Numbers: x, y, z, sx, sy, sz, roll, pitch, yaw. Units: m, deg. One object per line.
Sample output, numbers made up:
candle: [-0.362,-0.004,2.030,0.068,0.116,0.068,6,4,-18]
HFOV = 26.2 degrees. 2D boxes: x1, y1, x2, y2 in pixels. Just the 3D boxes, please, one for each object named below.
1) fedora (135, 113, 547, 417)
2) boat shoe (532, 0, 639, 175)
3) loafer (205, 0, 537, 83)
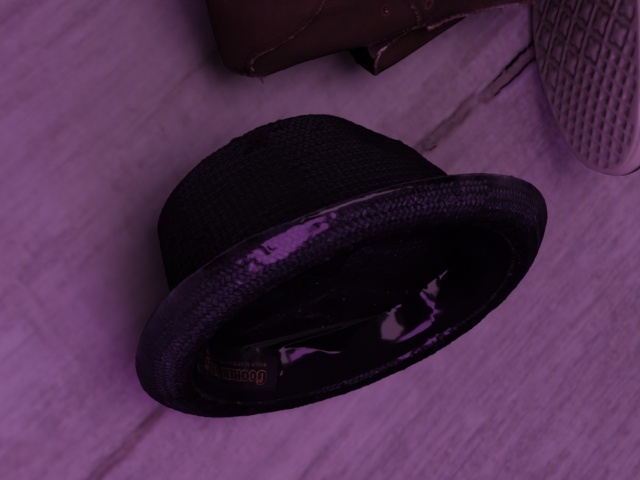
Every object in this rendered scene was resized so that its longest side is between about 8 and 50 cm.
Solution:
fedora: [0.000,0.000,1.045,0.334,0.334,0.152,-11,60,-30]
boat shoe: [0.293,-0.304,1.254,0.156,0.187,0.500,6,77,-23]
loafer: [0.048,-0.214,1.157,0.366,0.134,0.130,-12,132,-33]
